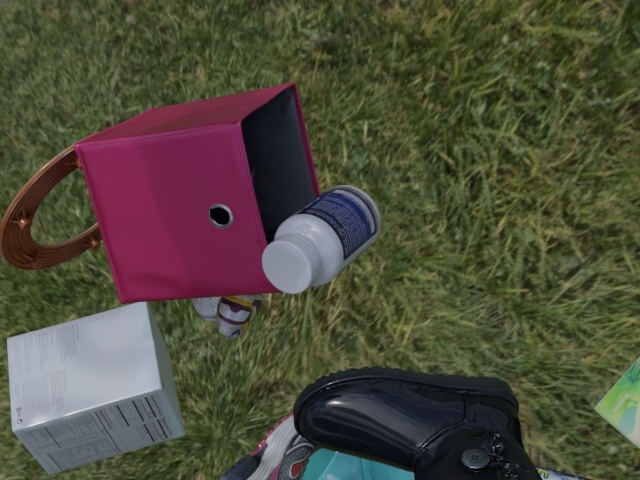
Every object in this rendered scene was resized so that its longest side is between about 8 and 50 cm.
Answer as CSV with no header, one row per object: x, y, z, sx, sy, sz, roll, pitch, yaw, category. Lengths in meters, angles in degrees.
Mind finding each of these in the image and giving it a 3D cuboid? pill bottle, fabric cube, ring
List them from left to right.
-0.414,-0.064,1.514,0.336,0.336,0.032,-42,75,-13,ring
-0.166,-0.074,1.286,0.258,0.259,0.254,-5,110,19,fabric cube
0.000,0.000,1.073,0.094,0.094,0.169,45,38,5,pill bottle

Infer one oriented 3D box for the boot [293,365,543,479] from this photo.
0.097,0.220,0.829,0.246,0.207,0.094,1,119,-3,boot

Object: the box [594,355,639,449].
0.498,0.206,0.927,0.232,0.058,0.322,-50,53,3,box

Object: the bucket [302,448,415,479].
0.046,0.444,1.662,0.183,0.281,0.281,37,75,-18,bucket

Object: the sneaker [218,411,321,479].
-0.059,0.345,1.213,0.112,0.299,0.121,36,121,12,sneaker

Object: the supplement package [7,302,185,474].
-0.413,0.274,1.589,0.262,0.198,0.199,-15,52,-6,supplement package

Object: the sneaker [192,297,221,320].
-0.242,0.026,1.749,0.105,0.115,0.281,-4,91,18,sneaker

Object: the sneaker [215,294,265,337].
-0.141,0.117,1.420,0.069,0.185,0.084,23,87,6,sneaker

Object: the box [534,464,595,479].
0.334,0.412,1.394,0.207,0.114,0.036,10,117,21,box

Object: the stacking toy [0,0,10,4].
-0.367,-0.438,0.642,0.350,0.351,0.480,-21,71,-11,stacking toy
